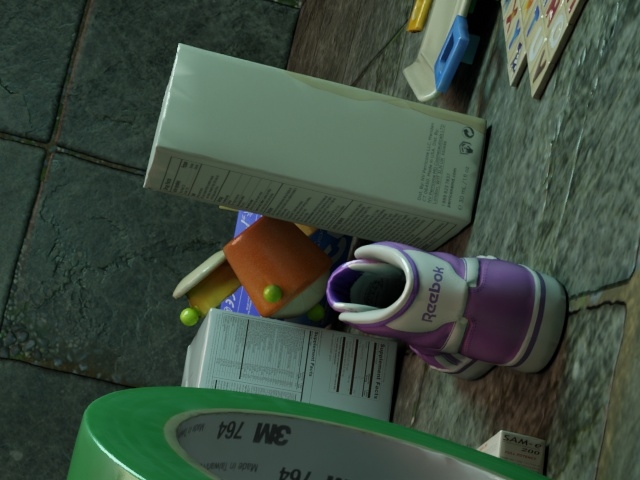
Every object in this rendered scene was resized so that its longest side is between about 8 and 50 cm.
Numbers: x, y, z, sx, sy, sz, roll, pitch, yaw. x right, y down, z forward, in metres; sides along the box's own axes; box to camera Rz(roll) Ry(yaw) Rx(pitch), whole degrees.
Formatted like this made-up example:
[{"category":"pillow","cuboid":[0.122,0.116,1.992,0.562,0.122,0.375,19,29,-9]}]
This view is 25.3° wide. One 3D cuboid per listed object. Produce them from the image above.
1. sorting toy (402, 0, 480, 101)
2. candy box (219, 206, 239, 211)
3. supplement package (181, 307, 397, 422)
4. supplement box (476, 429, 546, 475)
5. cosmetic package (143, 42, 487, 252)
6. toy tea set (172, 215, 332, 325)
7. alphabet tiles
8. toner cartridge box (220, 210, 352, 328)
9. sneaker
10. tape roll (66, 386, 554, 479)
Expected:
[{"category":"sorting toy","cuboid":[0.152,-0.251,1.548,0.348,0.047,0.196,-100,30,-73]},{"category":"candy box","cuboid":[-0.046,-0.078,2.050,0.109,0.186,0.053,-88,12,-53]},{"category":"supplement package","cuboid":[-0.045,0.180,1.543,0.194,0.203,0.149,127,153,-70]},{"category":"supplement box","cuboid":[0.127,0.190,0.998,0.062,0.036,0.098,122,160,-64]},{"category":"cosmetic package","cuboid":[-0.009,-0.085,1.413,0.160,0.309,0.113,136,147,-73]},{"category":"toy tea set","cuboid":[0.000,0.000,1.596,0.336,0.124,0.200,-40,2,-32]},{"category":"alphabet tiles","cuboid":[0.207,-0.239,1.290,0.237,0.009,0.198,-85,13,-51]},{"category":"toner cartridge box","cuboid":[-0.031,-0.009,1.833,0.165,0.075,0.348,-27,-38,-41]},{"category":"sneaker","cuboid":[0.078,0.045,1.147,0.282,0.161,0.102,141,141,-78]},{"category":"tape roll","cuboid":[0.025,0.161,0.748,0.321,0.321,0.077,-135,60,-80]}]
